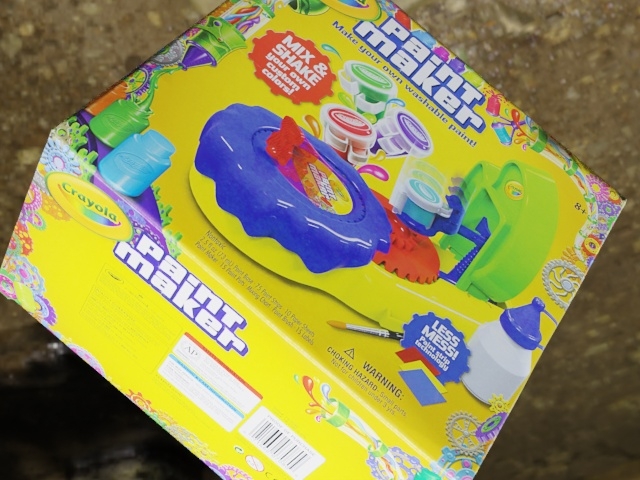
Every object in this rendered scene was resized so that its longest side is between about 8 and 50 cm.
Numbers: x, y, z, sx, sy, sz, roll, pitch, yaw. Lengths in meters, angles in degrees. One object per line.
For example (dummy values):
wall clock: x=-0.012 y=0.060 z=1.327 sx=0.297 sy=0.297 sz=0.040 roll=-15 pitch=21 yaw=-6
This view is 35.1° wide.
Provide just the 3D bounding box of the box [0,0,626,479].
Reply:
box: x=0.000 y=0.000 z=0.677 sx=0.290 sy=0.279 sz=0.177 roll=40 pitch=139 yaw=0
